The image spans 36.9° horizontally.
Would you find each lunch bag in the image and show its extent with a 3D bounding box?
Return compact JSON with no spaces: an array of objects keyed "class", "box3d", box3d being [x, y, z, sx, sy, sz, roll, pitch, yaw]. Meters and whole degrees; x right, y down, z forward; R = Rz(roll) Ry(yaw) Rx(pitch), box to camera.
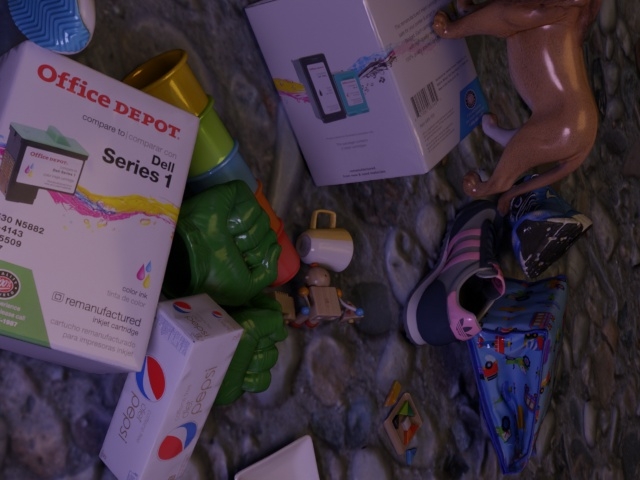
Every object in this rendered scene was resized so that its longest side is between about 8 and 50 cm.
[{"class":"lunch bag","box3d":[0.347,0.234,1.619,0.221,0.138,0.293,-44,129,-59]}]

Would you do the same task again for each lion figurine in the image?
[{"class":"lion figurine","box3d":[0.281,-0.220,1.214,0.142,0.240,0.392,-35,113,-46]}]

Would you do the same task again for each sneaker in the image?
[{"class":"sneaker","box3d":[0.369,-0.031,1.664,0.147,0.130,0.330,44,16,13]},{"class":"sneaker","box3d":[0.255,0.049,1.539,0.112,0.131,0.319,57,48,-29]},{"class":"sneaker","box3d":[-0.259,-0.259,0.944,0.092,0.087,0.228,20,31,-48]}]

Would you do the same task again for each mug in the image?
[{"class":"mug","box3d":[-0.001,0.004,1.315,0.064,0.062,0.078,8,50,-40]}]

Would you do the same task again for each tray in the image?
[{"class":"tray","box3d":[-0.043,0.402,1.239,0.145,0.030,0.270,-18,99,-49]}]

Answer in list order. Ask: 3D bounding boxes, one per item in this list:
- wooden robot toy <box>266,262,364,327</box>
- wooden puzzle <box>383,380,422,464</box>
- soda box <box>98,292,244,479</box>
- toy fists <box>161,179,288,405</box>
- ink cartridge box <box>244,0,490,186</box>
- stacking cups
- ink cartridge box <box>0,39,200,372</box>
[{"class":"wooden robot toy","box3d":[-0.015,0.071,1.278,0.173,0.076,0.079,6,68,-39]},{"class":"wooden puzzle","box3d":[0.127,0.278,1.459,0.078,0.014,0.116,-52,124,-38]},{"class":"soda box","box3d":[-0.160,0.164,1.013,0.074,0.069,0.216,-10,132,-49]},{"class":"toy fists","box3d":[-0.106,0.066,1.108,0.142,0.096,0.279,-31,126,-44]},{"class":"ink cartridge box","box3d":[0.069,-0.243,1.306,0.198,0.197,0.270,-41,117,-43]},{"class":"stacking cups","box3d":[-0.125,-0.070,1.154,0.096,0.096,0.316,-53,127,-38]},{"class":"ink cartridge box","box3d":[-0.256,-0.026,0.950,0.201,0.117,0.278,22,69,-33]}]
